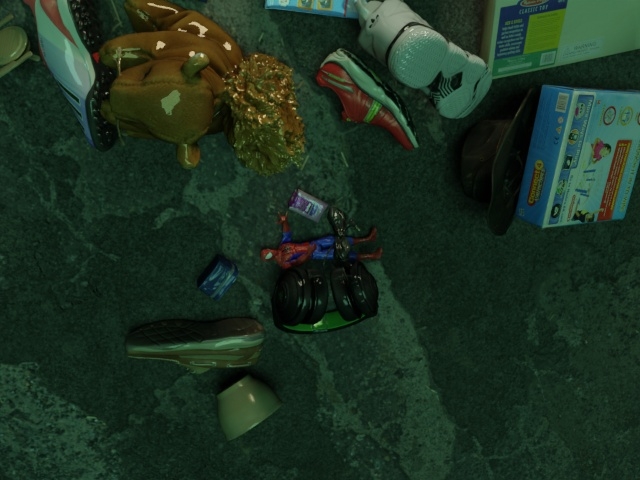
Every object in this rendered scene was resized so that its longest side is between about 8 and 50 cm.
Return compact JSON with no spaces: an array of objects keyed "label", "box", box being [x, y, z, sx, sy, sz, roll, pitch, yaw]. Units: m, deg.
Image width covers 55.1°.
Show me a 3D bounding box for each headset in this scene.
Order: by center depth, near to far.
[{"label":"headset","box":[0.014,0.092,1.364,0.243,0.185,0.394,-5,153,-11]}]

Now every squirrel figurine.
[{"label":"squirrel figurine","box":[-0.203,-0.268,1.121,0.397,0.370,0.281,10,108,-15]}]

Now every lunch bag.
[{"label":"lunch bag","box":[-0.231,0.084,1.413,0.065,0.067,0.098,37,98,-22]}]

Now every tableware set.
[{"label":"tableware set","box":[-0.632,-0.332,1.172,0.194,0.128,0.039,-34,157,1]}]

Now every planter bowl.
[{"label":"planter bowl","box":[-0.188,0.396,1.504,0.162,0.162,0.109,-33,85,2]}]

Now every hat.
[{"label":"hat","box":[0.392,-0.184,1.391,0.331,0.134,0.331,-33,132,-47]}]

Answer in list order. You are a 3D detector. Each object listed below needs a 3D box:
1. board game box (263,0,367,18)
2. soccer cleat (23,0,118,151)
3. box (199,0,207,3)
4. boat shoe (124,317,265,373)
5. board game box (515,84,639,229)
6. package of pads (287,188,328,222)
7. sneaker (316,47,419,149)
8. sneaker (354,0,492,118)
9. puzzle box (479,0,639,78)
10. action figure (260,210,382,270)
[{"label":"board game box","box":[-0.003,-0.540,1.239,0.211,0.039,0.160,2,110,-13]},{"label":"soccer cleat","box":[-0.479,-0.331,1.202,0.116,0.109,0.318,-1,116,14]},{"label":"box","box":[-0.308,-0.550,1.153,0.225,0.036,0.136,13,129,-17]},{"label":"boat shoe","box":[-0.291,0.259,1.441,0.324,0.123,0.116,0,112,-10]},{"label":"board game box","box":[0.612,-0.194,1.414,0.302,0.086,0.308,-6,113,-31]},{"label":"package of pads","box":[-0.030,-0.080,1.410,0.083,0.032,0.050,26,101,-19]},{"label":"sneaker","box":[0.103,-0.291,1.338,0.279,0.107,0.118,42,116,-19]},{"label":"sneaker","box":[0.214,-0.390,1.285,0.137,0.210,0.366,-49,148,21]},{"label":"puzzle box","box":[0.542,-0.508,1.301,0.408,0.052,0.272,-13,135,-7]},{"label":"action figure","box":[0.000,0.000,1.398,0.280,0.091,0.139,-8,146,-7]}]
